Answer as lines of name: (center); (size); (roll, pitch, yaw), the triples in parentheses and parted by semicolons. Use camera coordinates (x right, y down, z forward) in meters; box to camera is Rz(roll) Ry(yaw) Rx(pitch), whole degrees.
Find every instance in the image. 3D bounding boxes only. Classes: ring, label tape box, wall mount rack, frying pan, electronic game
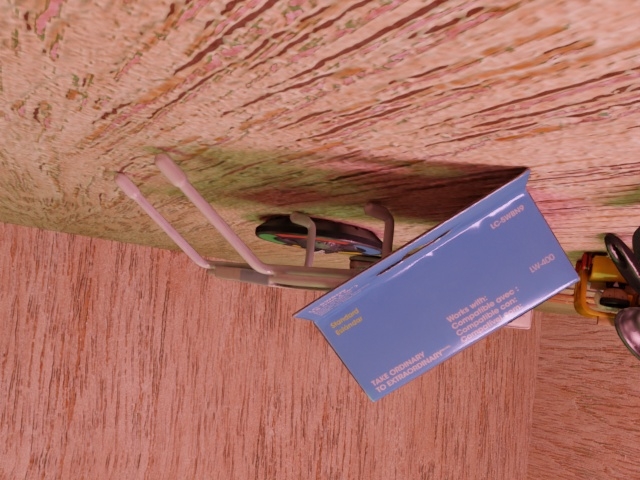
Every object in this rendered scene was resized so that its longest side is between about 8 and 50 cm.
ring: (0.747, 0.166, 1.686); (0.337, 0.032, 0.336); (9, 175, 1)
label tape box: (0.136, 0.067, 0.635); (0.241, 0.105, 0.334); (-33, 166, 8)
wall mount rack: (-0.091, -0.009, 0.745); (0.304, 0.130, 0.350); (7, 175, -30)
frying pan: (0.457, 0.107, 0.801); (0.326, 0.053, 0.197); (46, 168, -1)
electronic game: (0.000, 0.000, 1.024); (0.229, 0.048, 0.229); (8, 174, 1)

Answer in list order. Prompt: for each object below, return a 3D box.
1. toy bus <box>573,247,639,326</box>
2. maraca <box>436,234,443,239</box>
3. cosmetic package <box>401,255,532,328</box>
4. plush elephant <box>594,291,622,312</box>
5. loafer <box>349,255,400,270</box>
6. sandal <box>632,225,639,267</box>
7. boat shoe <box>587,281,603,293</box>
toy bus: (0.451, 0.080, 0.909); (0.202, 0.104, 0.191); (10, 173, -25)
maraca: (0.244, 0.039, 0.869); (0.186, 0.099, 0.127); (33, 180, 18)
cosmetic package: (0.279, 0.096, 1.182); (0.153, 0.129, 0.296); (11, 174, -16)
plush elephant: (0.740, 0.225, 1.161); (0.272, 0.255, 0.330); (8, 174, -3)
loafer: (0.191, 0.096, 1.497); (0.268, 0.084, 0.096); (11, 173, -27)
sandal: (0.314, -0.007, 0.421); (0.055, 0.097, 0.254); (-22, 177, -1)
boat shoe: (0.523, 0.082, 1.035); (0.142, 0.049, 0.040); (27, -173, 8)
